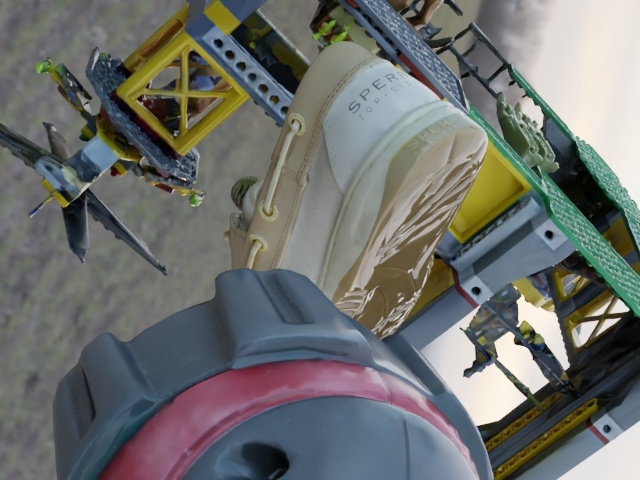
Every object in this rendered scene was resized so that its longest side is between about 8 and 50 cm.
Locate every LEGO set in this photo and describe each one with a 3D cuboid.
[{"bbox_3d":[-0.002,-0.011,0.705,0.192,0.331,0.255,-39,-152,17],"label":"LEGO set"}]

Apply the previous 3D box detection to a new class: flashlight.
[{"bbox_3d":[0.019,0.105,0.259,0.304,0.103,0.103,-128,-164,-64],"label":"flashlight"}]

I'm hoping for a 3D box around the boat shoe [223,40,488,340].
[{"bbox_3d":[0.000,0.000,0.524,0.063,0.059,0.170,-29,159,-35],"label":"boat shoe"}]
